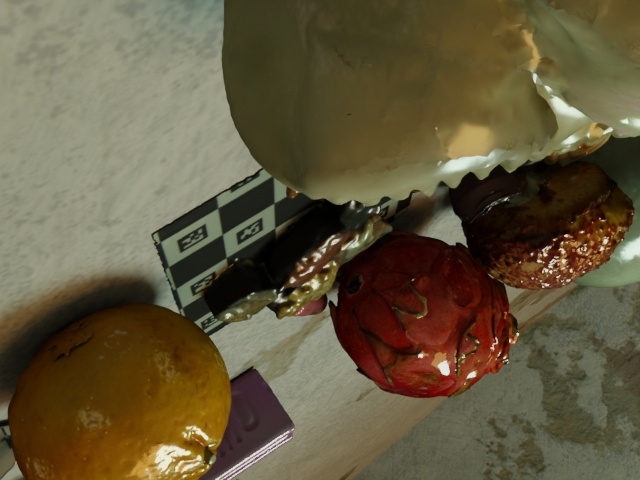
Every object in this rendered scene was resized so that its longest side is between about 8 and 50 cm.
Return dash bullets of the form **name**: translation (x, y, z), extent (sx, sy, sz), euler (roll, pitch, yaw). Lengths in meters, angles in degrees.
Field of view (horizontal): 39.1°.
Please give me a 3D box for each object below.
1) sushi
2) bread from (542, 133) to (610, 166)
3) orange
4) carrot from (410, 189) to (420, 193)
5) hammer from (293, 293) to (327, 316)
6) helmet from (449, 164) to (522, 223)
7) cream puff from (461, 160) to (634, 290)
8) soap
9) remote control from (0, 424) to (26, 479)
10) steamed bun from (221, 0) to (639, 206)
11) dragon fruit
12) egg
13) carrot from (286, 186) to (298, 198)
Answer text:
- **sushi**: translation (0.000, 0.000, 1.002), extent (0.343, 0.064, 0.359), euler (-32, 161, -15)
- **bread**: translation (0.336, -0.161, 1.220), extent (0.122, 0.073, 0.149), euler (-30, 160, -2)
- **orange**: translation (-0.190, 0.166, 0.876), extent (0.219, 0.193, 0.219), euler (-28, 142, -24)
- **carrot**: translation (0.201, -0.167, 0.954), extent (0.336, 0.069, 0.069), euler (-45, 160, 26)
- **hammer**: translation (-0.022, 0.081, 1.201), extent (0.043, 0.043, 0.083), euler (-43, 163, 19)
- **helmet**: translation (0.210, -0.076, 1.183), extent (0.098, 0.070, 0.123), euler (-30, -172, 9)
- **cream puff**: translation (0.322, -0.021, 1.281), extent (0.240, 0.163, 0.240), euler (-22, -164, 7)
- **soap**: translation (-0.151, 0.298, 1.366), extent (0.203, 0.122, 0.065), euler (-32, 160, -16)
- **remote control**: translation (-0.397, 0.300, 1.026), extent (0.277, 0.055, 0.103), euler (-44, 161, 19)
- **steamed bun**: translation (0.114, -0.166, 0.515), extent (0.352, 0.247, 0.339), euler (-6, -169, 30)
- **dragon fruit**: translation (0.141, 0.104, 1.228), extent (0.252, 0.241, 0.241), euler (4, 139, -39)
- **egg**: translation (0.504, -0.072, 1.444), extent (0.352, 0.258, 0.258), euler (-41, 162, 10)
- **carrot**: translation (0.003, -0.093, 0.815), extent (0.035, 0.035, 0.142), euler (-16, 150, -47)
